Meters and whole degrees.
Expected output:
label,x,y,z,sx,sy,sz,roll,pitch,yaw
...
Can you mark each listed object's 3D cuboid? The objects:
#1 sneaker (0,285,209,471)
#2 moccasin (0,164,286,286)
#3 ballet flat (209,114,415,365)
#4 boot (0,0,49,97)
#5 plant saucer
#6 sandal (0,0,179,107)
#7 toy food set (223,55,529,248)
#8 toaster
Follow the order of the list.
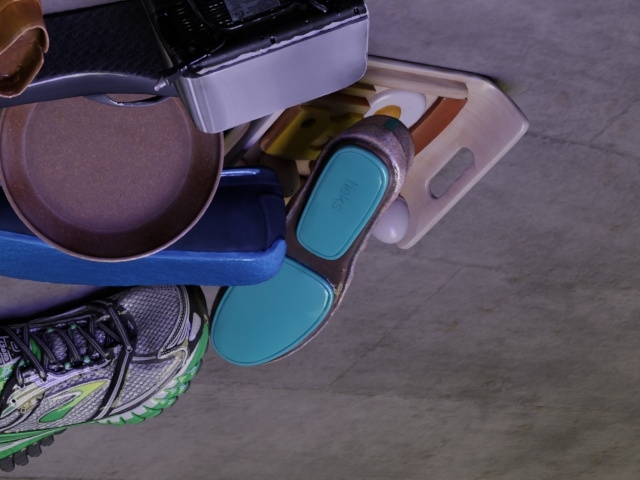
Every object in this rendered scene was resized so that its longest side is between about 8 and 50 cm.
label,x,y,z,sx,sy,sz,roll,pitch,yaw
sneaker,-0.269,0.136,1.986,0.343,0.134,0.146,-28,150,11
moccasin,-0.201,-0.025,1.771,0.342,0.116,0.137,5,161,-2
ballet flat,0.000,0.000,1.824,0.316,0.107,0.106,-50,-176,36
boot,-0.235,-0.214,1.407,0.073,0.152,0.197,-12,149,-18
plant saucer,-0.185,-0.081,1.672,0.199,0.198,0.036,-16,-174,-12
sandal,-0.182,-0.152,1.620,0.254,0.097,0.054,-3,146,-12
toy food set,0.030,-0.074,1.886,0.306,0.092,0.220,5,141,-40
toaster,-0.064,-0.192,1.547,0.186,0.168,0.110,-20,152,-5
